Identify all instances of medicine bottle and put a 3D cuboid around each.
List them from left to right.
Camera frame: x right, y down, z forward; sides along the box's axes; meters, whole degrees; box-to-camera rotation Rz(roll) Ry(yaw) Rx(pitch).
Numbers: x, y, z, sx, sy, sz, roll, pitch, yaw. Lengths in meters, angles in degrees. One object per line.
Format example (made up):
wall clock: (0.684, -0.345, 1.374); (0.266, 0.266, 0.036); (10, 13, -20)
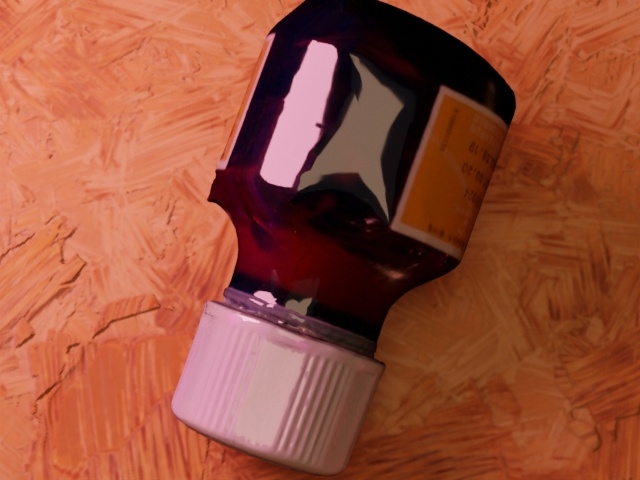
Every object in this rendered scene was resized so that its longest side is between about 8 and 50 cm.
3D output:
medicine bottle: (0.000, 0.000, 1.231); (0.242, 0.242, 0.395); (25, 87, 9)
